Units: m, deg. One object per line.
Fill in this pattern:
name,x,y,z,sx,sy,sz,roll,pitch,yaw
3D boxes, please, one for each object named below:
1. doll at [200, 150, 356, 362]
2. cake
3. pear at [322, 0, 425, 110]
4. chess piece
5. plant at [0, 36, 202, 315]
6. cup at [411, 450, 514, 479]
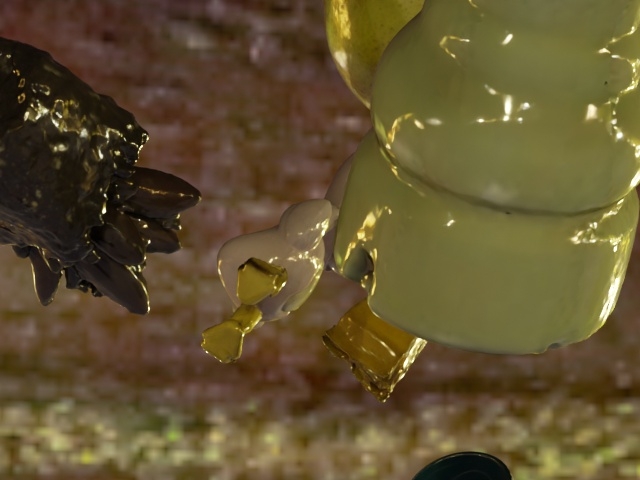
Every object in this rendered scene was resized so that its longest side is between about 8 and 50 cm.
doll,-0.001,-0.001,1.956,0.365,0.094,0.160,-30,156,-54
cake,0.103,0.102,2.231,0.185,0.116,0.080,-13,142,-29
pear,0.142,-0.236,2.093,0.294,0.294,0.294,1,165,0
chess piece,0.127,-0.162,1.049,0.234,0.234,0.442,5,120,-15
plant,-0.260,-0.052,1.993,0.181,0.194,0.321,19,163,40
cup,0.161,0.303,1.911,0.131,0.155,0.176,-31,-146,-13
